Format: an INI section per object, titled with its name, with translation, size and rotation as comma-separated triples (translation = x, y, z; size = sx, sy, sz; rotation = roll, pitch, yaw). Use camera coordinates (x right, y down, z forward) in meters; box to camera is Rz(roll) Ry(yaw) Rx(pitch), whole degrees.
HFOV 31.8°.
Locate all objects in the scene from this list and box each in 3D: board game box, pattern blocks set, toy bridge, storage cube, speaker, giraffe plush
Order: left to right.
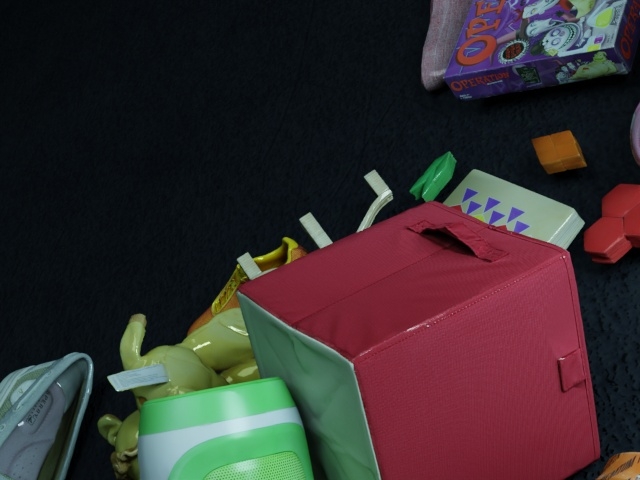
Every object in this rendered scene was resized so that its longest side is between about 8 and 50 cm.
[giraffe plush]
translation = -0.133, 0.184, 1.106
size = 0.170, 0.210, 0.181
rotation = -61, 36, 36
[speaker]
translation = -0.053, 0.255, 0.818
size = 0.131, 0.131, 0.296
rotation = -16, 81, 34
[toy bridge]
translation = 0.000, 0.000, 1.211
size = 0.188, 0.026, 0.063
rotation = -34, 67, -7
[storage cube]
translation = 0.076, 0.106, 0.874
size = 0.193, 0.215, 0.184
rotation = -23, 25, -24
[pattern blocks set]
translation = 0.163, 0.008, 1.098
size = 0.285, 0.026, 0.325
rotation = -44, 32, 1
[board game box]
translation = 0.283, -0.312, 1.279
size = 0.208, 0.056, 0.346
rotation = -9, 48, 42

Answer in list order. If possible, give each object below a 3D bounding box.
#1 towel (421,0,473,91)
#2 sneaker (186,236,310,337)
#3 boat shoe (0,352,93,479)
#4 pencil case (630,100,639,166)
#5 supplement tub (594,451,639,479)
[towel]
translation = 0.273, -0.318, 1.358
size = 0.329, 0.037, 0.237
rotation = -21, 39, 29
[sneaker]
translation = -0.088, 0.057, 1.267
size = 0.175, 0.067, 0.064
rotation = -39, 35, 7
[boat shoe]
translation = -0.333, 0.255, 1.250
size = 0.103, 0.118, 0.320
rotation = -29, 28, 27
[pencil case]
translation = 0.397, -0.211, 1.003
size = 0.160, 0.167, 0.386
rotation = 18, 60, 16
[supplement tub]
translation = 0.159, 0.292, 0.632
size = 0.194, 0.193, 0.316
rotation = 11, 59, 51
